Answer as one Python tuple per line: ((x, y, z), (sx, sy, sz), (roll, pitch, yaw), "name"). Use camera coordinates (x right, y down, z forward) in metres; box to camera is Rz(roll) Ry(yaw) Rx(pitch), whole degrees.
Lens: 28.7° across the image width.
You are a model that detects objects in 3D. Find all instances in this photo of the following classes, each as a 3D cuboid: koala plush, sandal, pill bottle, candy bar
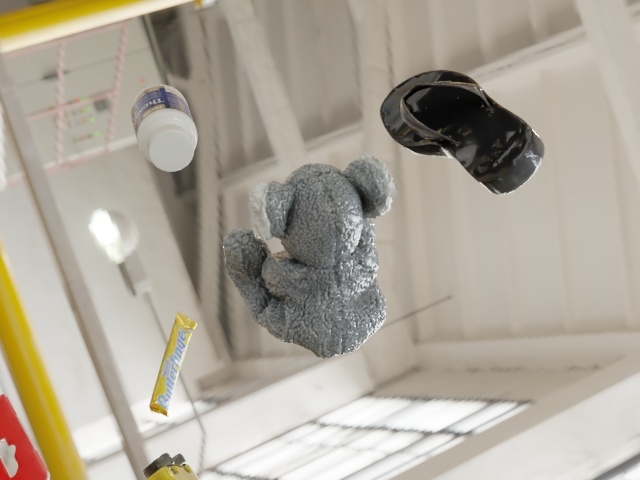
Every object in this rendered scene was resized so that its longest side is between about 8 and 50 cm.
((0.000, 0.000, 1.455), (0.221, 0.196, 0.203), (95, -21, -43), "koala plush")
((0.134, -0.124, 1.250), (0.054, 0.097, 0.254), (39, -2, -32), "sandal")
((-0.173, -0.123, 1.393), (0.120, 0.067, 0.067), (-116, -162, -59), "pill bottle")
((-0.219, 0.185, 1.849), (0.018, 0.161, 0.040), (-13, -38, 41), "candy bar")

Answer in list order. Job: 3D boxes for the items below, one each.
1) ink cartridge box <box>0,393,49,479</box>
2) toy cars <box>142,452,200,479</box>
((-0.298, 0.211, 0.865), (0.078, 0.231, 0.134), (36, 1, -36), "ink cartridge box")
((-0.128, 0.344, 1.300), (0.176, 0.087, 0.394), (55, -5, -32), "toy cars")
